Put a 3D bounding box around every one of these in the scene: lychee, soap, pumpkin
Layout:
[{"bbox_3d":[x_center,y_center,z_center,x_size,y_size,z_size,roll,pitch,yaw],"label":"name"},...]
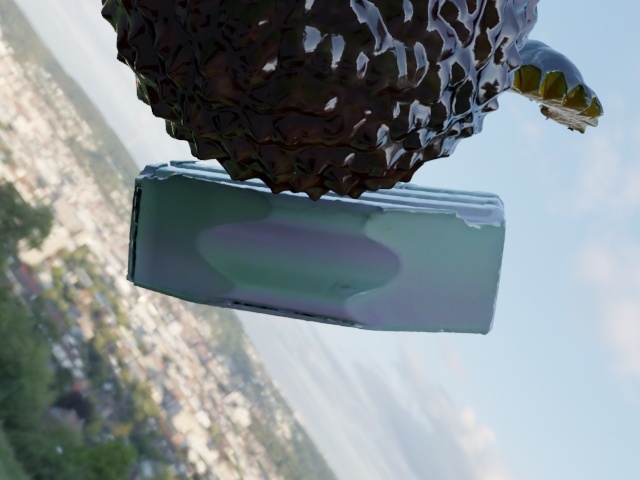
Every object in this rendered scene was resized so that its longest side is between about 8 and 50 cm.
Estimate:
[{"bbox_3d":[0.009,-0.250,0.823,0.424,0.424,0.500,58,-28,-9],"label":"lychee"},{"bbox_3d":[0.000,0.000,1.075,0.261,0.446,0.156,-45,143,-75],"label":"soap"},{"bbox_3d":[0.382,-0.292,1.463,0.254,0.149,0.130,18,-16,-16],"label":"pumpkin"}]
